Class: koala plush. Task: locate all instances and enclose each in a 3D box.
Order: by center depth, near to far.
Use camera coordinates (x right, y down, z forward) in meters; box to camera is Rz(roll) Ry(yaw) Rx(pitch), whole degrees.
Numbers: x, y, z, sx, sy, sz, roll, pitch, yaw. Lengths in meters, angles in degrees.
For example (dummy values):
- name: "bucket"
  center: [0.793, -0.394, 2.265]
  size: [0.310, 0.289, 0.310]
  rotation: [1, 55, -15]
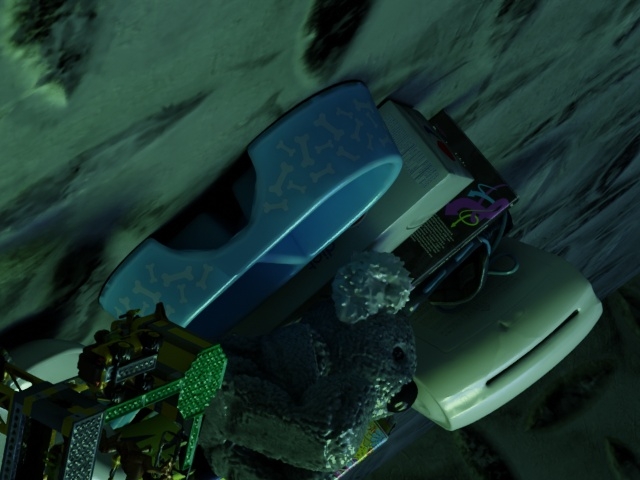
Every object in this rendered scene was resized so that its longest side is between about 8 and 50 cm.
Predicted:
- name: "koala plush"
  center: [0.003, 0.120, 1.571]
  size: [0.221, 0.203, 0.196]
  rotation: [-43, 149, -34]

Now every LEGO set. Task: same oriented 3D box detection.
- name: "LEGO set"
  center: [-0.228, 0.183, 1.368]
  size: [0.255, 0.192, 0.331]
  rotation: [-29, 136, -52]

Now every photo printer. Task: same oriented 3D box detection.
- name: "photo printer"
  center: [0.185, 0.105, 2.174]
  size: [0.256, 0.107, 0.307]
  rotation: [-37, -160, -12]

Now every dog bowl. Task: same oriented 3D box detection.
- name: "dog bowl"
  center: [-0.052, -0.009, 1.513]
  size: [0.297, 0.074, 0.166]
  rotation: [-42, 167, 12]

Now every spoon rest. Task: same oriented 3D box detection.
- name: "spoon rest"
  center: [-0.286, 0.178, 1.487]
  size: [0.276, 0.084, 0.137]
  rotation: [-43, 164, 23]

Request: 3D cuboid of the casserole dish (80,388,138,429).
- name: "casserole dish"
  center: [-0.222, 0.174, 1.760]
  size: [0.114, 0.037, 0.188]
  rotation: [-26, 163, -43]

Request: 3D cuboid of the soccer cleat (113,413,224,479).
- name: "soccer cleat"
  center: [-0.164, 0.216, 1.688]
  size: [0.289, 0.093, 0.121]
  rotation: [-30, -174, 0]

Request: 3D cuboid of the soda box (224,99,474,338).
- name: "soda box"
  center: [0.000, 0.000, 1.646]
  size: [0.286, 0.091, 0.098]
  rotation: [-42, 167, 13]

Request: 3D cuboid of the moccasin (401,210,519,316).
- name: "moccasin"
  center: [0.135, 0.030, 2.062]
  size: [0.138, 0.117, 0.342]
  rotation: [-47, 165, 32]

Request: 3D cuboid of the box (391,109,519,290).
- name: "box"
  center: [0.097, -0.033, 1.746]
  size: [0.162, 0.116, 0.029]
  rotation: [-40, 169, 4]

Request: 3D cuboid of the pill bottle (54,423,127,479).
- name: "pill bottle"
  center: [-0.284, 0.242, 1.633]
  size: [0.215, 0.117, 0.117]
  rotation: [-41, 167, 11]

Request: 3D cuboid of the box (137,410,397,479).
- name: "box"
  center: [-0.079, 0.224, 1.925]
  size: [0.279, 0.177, 0.290]
  rotation: [-39, 175, 1]
